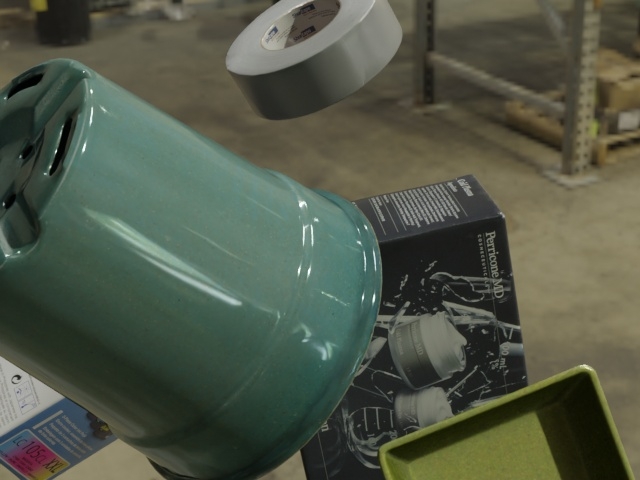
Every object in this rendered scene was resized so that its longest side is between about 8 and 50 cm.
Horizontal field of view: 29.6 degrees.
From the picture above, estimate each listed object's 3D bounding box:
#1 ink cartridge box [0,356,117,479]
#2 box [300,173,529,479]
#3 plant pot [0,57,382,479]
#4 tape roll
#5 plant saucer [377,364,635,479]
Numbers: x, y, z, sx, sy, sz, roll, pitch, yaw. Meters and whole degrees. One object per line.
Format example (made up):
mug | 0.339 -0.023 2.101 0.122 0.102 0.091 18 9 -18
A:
ink cartridge box | -0.300 0.119 1.684 0.395 0.151 0.270 -32 52 2
box | 0.096 0.123 1.603 0.313 0.343 0.179 -13 21 -3
plant pot | -0.179 0.022 1.148 0.334 0.341 0.341 34 1 -37
tape roll | -0.009 -0.247 1.535 0.219 0.072 0.219 -23 31 15
plant saucer | 0.156 0.216 0.956 0.188 0.188 0.045 -20 -1 -10
